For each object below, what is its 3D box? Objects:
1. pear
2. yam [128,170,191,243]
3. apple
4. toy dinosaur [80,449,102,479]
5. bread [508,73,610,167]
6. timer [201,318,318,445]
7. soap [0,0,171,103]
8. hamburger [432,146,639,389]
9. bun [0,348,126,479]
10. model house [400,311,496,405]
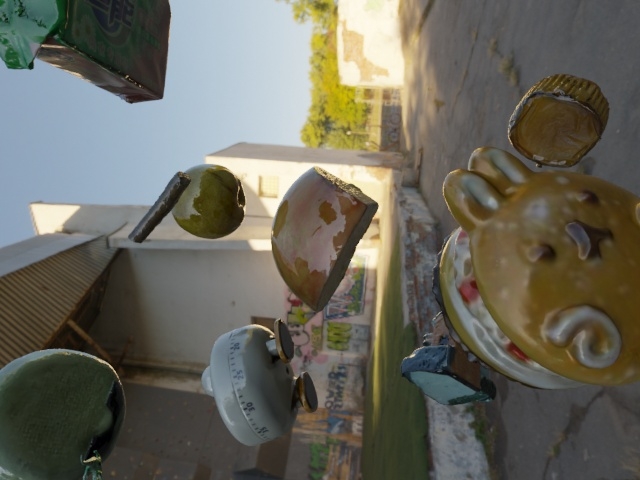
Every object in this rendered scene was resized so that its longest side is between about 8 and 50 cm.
[{"bbox_3d":[-0.310,-0.105,1.150,0.209,0.209,0.209,5,-90,-86],"label":"pear"},{"bbox_3d":[-0.264,-0.052,0.692,0.145,0.032,0.032,-46,6,14],"label":"yam"},{"bbox_3d":[0.000,0.000,1.034,0.309,0.252,0.314,-58,36,13],"label":"apple"},{"bbox_3d":[-0.346,0.339,0.645,0.062,0.021,0.083,-136,41,-63],"label":"toy dinosaur"},{"bbox_3d":[0.526,-0.265,0.932,0.104,0.199,0.199,-49,-21,-26],"label":"bread"},{"bbox_3d":[-0.152,0.294,0.859,0.233,0.240,0.233,-21,-90,-84],"label":"timer"},{"bbox_3d":[-0.279,-0.289,0.524,0.273,0.098,0.218,-75,-13,-85],"label":"soap"},{"bbox_3d":[0.279,0.025,0.512,0.303,0.261,0.186,54,166,21],"label":"hamburger"},{"bbox_3d":[-0.585,0.390,0.904,0.187,0.293,0.293,-38,21,27],"label":"bun"},{"bbox_3d":[0.376,0.290,1.189,0.184,0.253,0.291,-20,42,50],"label":"model house"}]
